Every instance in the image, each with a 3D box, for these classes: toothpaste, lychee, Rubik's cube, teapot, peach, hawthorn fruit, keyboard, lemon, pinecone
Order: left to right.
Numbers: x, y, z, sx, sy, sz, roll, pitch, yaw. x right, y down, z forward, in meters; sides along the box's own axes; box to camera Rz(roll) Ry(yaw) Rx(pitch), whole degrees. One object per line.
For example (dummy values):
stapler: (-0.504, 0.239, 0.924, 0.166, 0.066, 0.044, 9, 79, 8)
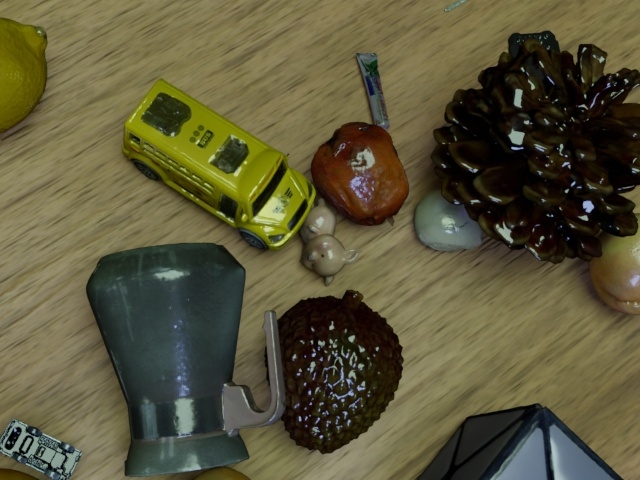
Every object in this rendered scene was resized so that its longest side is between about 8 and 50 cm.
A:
lemon: (-0.548, -0.269, 1.766, 0.187, 0.187, 0.244, 44, 72, 1)
teapot: (-0.206, 0.182, 1.695, 0.300, 0.253, 0.344, -9, 85, 18)
lychee: (0.018, 0.211, 1.754, 0.235, 0.236, 0.271, 9, 92, -10)
hawthorn fruit: (0.074, -0.119, 1.872, 0.179, 0.173, 0.173, 42, 71, 16)
toothpaste: (0.102, -0.270, 1.991, 0.045, 0.028, 0.170, -5, 74, -25)
Rubik's cube: (0.306, 0.477, 1.717, 0.307, 0.305, 0.310, 45, 69, -2)
keyboard: (0.431, -0.279, 2.071, 0.106, 0.016, 0.262, -6, 78, -14)
pinecone: (0.404, -0.156, 1.825, 0.397, 0.398, 0.398, 3, 76, -12)
peach: (0.570, 0.045, 1.941, 0.184, 0.184, 0.184, 3, 76, -12)

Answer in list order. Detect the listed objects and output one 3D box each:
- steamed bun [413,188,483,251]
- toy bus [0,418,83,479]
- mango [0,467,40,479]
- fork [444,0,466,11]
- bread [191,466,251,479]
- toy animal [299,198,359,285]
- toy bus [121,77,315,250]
steamed bun: (0.235, -0.041, 1.930, 0.130, 0.091, 0.113, 8, 73, -10)
toy bus: (-0.442, 0.333, 1.698, 0.123, 0.075, 0.060, 27, 72, -4)
mango: (-0.462, 0.437, 1.648, 0.221, 0.120, 0.152, 27, 76, -12)
fork: (0.286, -0.470, 2.090, 0.115, 0.012, 0.016, -32, 81, -13)
bread: (-0.131, 0.515, 1.653, 0.270, 0.211, 0.316, 18, 87, 2)
toy animal: (0.006, -0.001, 1.875, 0.089, 0.083, 0.150, -12, 78, -18)
toy bus: (-0.167, -0.128, 1.819, 0.330, 0.152, 0.144, 32, 71, 4)
